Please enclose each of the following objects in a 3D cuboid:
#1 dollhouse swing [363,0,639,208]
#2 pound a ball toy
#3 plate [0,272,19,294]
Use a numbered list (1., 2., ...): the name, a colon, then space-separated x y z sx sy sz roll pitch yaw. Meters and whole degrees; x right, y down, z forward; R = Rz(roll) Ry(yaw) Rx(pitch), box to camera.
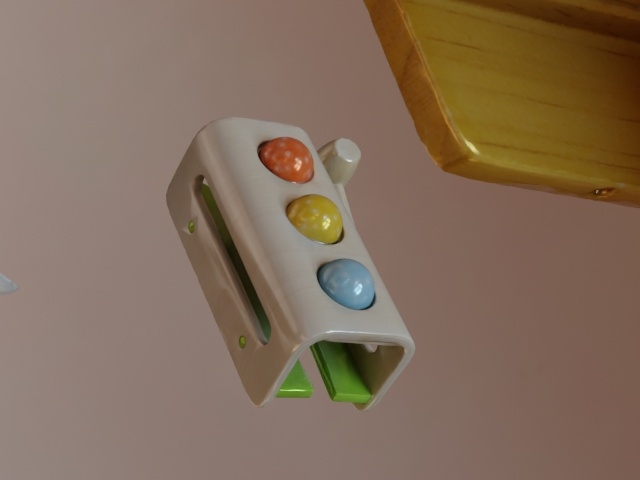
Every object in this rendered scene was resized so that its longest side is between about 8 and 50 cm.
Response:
1. dollhouse swing: 0.234 -0.039 0.932 0.315 0.305 0.347 8 -20 -36
2. pound a ball toy: 0.000 0.000 1.781 0.136 0.208 0.319 -57 -138 35
3. plate: -0.431 -0.047 1.688 0.278 0.045 0.277 25 -12 43
